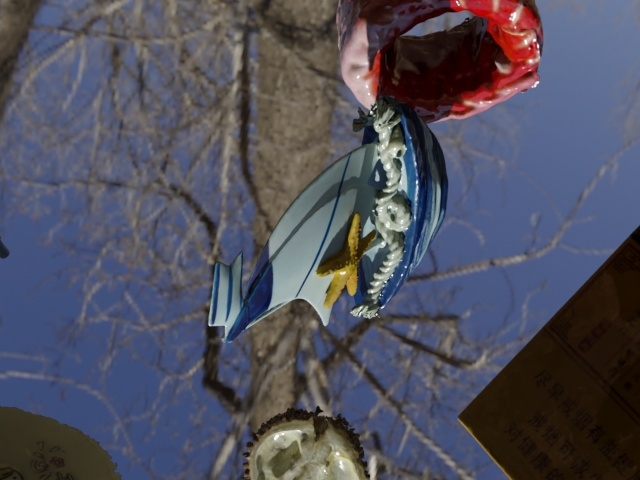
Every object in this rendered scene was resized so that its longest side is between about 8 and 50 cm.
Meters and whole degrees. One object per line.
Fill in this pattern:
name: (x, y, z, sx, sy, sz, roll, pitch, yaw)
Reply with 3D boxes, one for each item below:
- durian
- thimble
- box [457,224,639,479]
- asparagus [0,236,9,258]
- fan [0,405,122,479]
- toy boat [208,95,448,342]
durian: (-0.022, 0.260, 1.237, 0.148, 0.189, 0.091, 28, -169, -5)
thimble: (0.108, -0.203, 1.061, 0.189, 0.163, 0.125, -12, -133, 5)
box: (0.383, 0.142, 1.216, 0.115, 0.415, 0.264, 32, -168, -49)
asparagus: (-0.344, -0.021, 1.120, 0.016, 0.163, 0.016, 16, -112, 16)
fan: (-0.377, 0.268, 1.058, 0.414, 0.012, 0.233, -13, -133, -38)
toy boat: (0.000, 0.000, 0.933, 0.067, 0.221, 0.291, 27, -145, 33)
